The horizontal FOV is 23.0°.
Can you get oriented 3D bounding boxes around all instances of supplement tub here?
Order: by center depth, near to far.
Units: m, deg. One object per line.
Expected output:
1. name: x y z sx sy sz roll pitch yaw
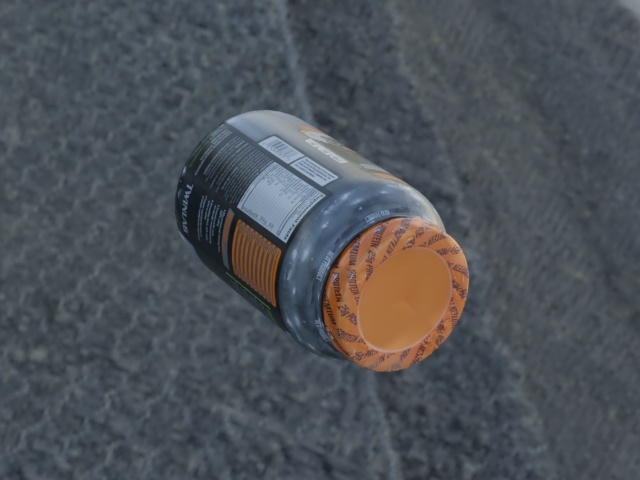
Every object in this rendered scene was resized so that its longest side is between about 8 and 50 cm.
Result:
1. supplement tub: 0.000 0.000 0.968 0.117 0.117 0.190 -2 23 -33
